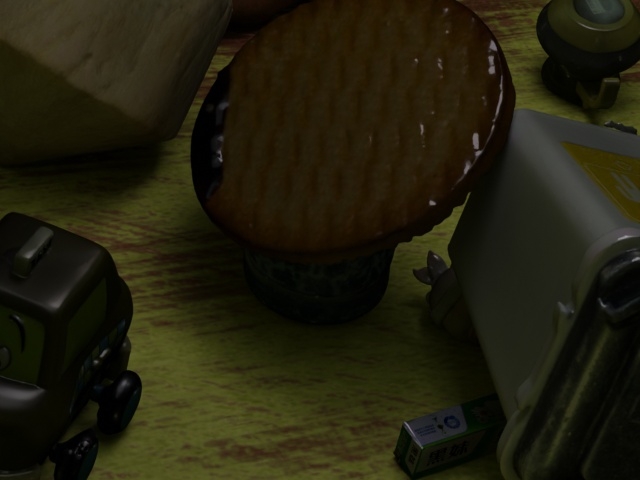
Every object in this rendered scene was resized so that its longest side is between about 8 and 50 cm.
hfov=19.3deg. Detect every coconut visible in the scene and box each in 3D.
[{"bbox_3d":[-0.245,-0.215,1.883,0.328,0.329,0.329,9,38,-7],"label":"coconut"}]

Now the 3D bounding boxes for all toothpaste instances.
[{"bbox_3d":[0.150,0.169,1.710,0.178,0.043,0.037,-14,49,-32],"label":"toothpaste"}]

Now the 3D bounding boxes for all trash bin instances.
[{"bbox_3d":[0.252,0.069,1.643,0.255,0.296,0.368,9,27,-20],"label":"trash bin"}]

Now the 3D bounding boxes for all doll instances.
[{"bbox_3d":[0.147,0.060,1.833,0.127,0.073,0.084,46,15,28],"label":"doll"}]

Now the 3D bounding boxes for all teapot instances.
[{"bbox_3d":[0.315,-0.215,2.181,0.130,0.119,0.166,-1,48,-7],"label":"teapot"}]

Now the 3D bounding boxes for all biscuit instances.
[{"bbox_3d":[0.027,-0.111,1.748,0.318,0.040,0.318,-12,53,17],"label":"biscuit"}]

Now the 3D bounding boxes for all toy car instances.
[{"bbox_3d":[-0.255,0.079,1.563,0.204,0.198,0.248,22,39,9],"label":"toy car"}]

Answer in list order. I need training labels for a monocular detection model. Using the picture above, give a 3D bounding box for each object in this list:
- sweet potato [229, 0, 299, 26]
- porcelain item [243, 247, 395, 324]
[{"bbox_3d":[-0.034,-0.323,2.214,0.354,0.106,0.095,-27,90,-35],"label":"sweet potato"},{"bbox_3d":[0.000,0.000,1.810,0.147,0.114,0.147,4,42,-4],"label":"porcelain item"}]
